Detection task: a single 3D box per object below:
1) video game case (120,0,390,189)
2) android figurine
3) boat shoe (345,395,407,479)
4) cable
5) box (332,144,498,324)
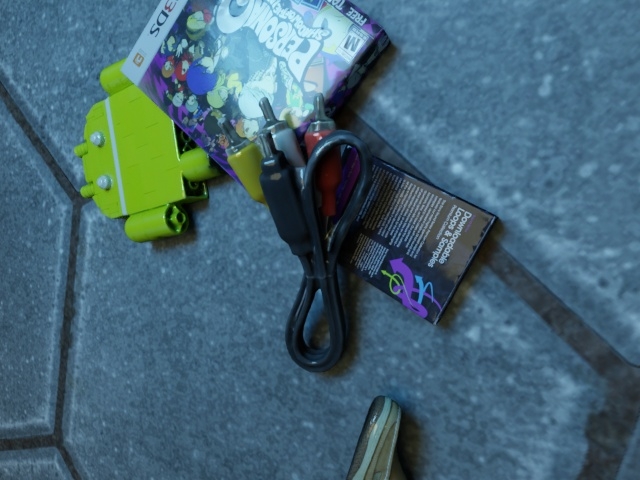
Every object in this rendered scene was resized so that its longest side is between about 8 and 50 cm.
[{"bbox_3d":[-0.080,-0.197,0.458,0.232,0.042,0.210,44,106,11],"label":"video game case"},{"bbox_3d":[-0.244,-0.123,0.584,0.272,0.056,0.249,-7,91,29],"label":"android figurine"},{"bbox_3d":[0.064,0.246,0.435,0.072,0.068,0.190,17,112,16],"label":"boat shoe"},{"bbox_3d":[0.000,0.000,0.429,0.139,0.072,0.287,-9,115,14],"label":"cable"},{"bbox_3d":[0.072,-0.009,0.423,0.162,0.029,0.116,33,110,25],"label":"box"}]
